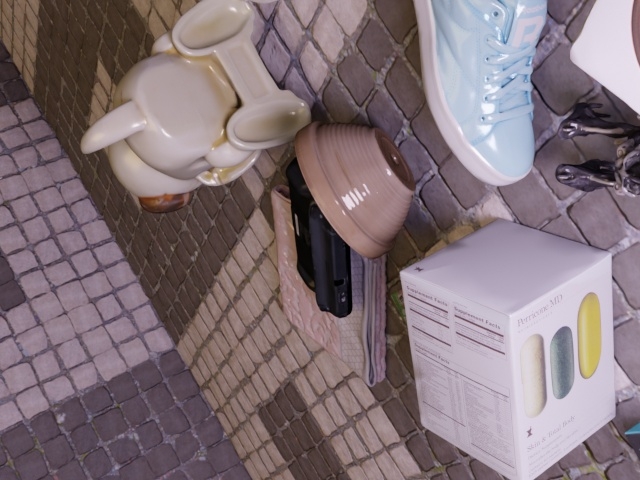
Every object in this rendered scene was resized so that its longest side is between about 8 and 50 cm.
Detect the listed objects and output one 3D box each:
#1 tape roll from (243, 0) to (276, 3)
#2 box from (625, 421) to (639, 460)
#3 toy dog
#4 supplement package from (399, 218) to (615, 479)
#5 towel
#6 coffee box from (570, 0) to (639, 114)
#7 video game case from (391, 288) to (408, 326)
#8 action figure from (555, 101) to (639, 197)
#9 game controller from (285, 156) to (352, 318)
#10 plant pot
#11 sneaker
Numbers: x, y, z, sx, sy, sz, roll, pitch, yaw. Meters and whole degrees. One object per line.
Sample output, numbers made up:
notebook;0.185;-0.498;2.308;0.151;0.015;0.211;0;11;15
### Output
tape roll;-0.103;-0.569;1.329;0.392;0.072;0.392;39;143;38
box;0.489;0.251;1.011;0.100;0.060;0.244;63;151;4
toy dog;-0.259;-0.191;1.570;0.284;0.395;0.408;52;153;-4
supplement package;0.259;0.143;1.159;0.198;0.199;0.262;23;131;50
towel;0.012;0.089;1.680;0.317;0.053;0.331;35;139;42
coffee box;0.415;-0.185;0.464;0.334;0.338;0.337;45;146;18
video game case;0.218;0.158;1.423;0.212;0.023;0.193;62;151;5
action figure;0.366;-0.079;0.879;0.276;0.141;0.164;-139;36;-63
game controller;0.000;0.000;1.490;0.319;0.067;0.166;86;160;-49
plant pot;0.072;-0.099;1.322;0.110;0.237;0.237;-31;84;20
sneaker;0.205;-0.239;1.017;0.150;0.135;0.366;5;117;61
